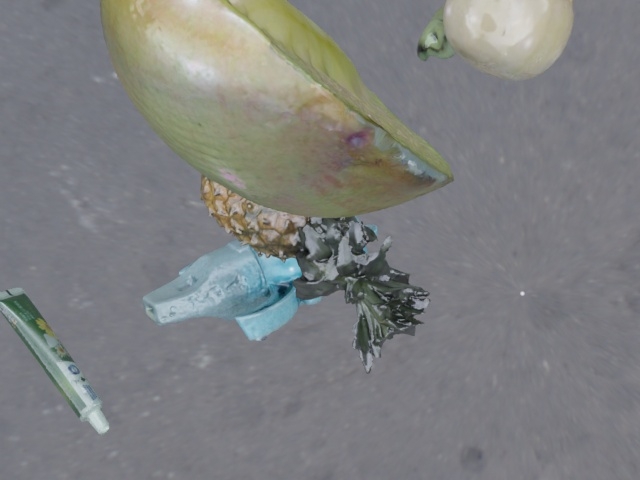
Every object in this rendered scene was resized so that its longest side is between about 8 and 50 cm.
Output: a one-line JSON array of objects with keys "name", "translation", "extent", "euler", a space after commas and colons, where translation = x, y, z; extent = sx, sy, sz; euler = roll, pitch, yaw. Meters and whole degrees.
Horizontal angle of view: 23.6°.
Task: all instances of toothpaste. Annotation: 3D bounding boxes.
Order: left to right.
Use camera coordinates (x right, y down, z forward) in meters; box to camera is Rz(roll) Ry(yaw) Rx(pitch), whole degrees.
[{"name": "toothpaste", "translation": [-0.298, 0.134, 1.720], "extent": [0.204, 0.049, 0.031], "euler": [52, 123, 14]}]

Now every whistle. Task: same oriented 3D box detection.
[{"name": "whistle", "translation": [-0.058, 0.032, 1.648], "extent": [0.274, 0.186, 0.093], "euler": [-20, 113, -20]}]

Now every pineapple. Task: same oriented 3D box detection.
[{"name": "pineapple", "translation": [0.000, 0.000, 1.395], "extent": [0.125, 0.125, 0.251], "euler": [-45, 68, 4]}]

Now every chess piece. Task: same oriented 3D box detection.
[{"name": "chess piece", "translation": [0.180, -0.255, 1.218], "extent": [0.142, 0.143, 0.261], "euler": [26, 98, 8]}]

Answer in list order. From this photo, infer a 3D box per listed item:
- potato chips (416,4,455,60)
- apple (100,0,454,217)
[{"name": "potato chips", "translation": [0.244, -0.365, 1.608], "extent": [0.097, 0.373, 0.389], "euler": [34, 52, 12]}, {"name": "apple", "translation": [-0.025, -0.076, 0.939], "extent": [0.193, 0.265, 0.120], "euler": [42, 98, 30]}]
